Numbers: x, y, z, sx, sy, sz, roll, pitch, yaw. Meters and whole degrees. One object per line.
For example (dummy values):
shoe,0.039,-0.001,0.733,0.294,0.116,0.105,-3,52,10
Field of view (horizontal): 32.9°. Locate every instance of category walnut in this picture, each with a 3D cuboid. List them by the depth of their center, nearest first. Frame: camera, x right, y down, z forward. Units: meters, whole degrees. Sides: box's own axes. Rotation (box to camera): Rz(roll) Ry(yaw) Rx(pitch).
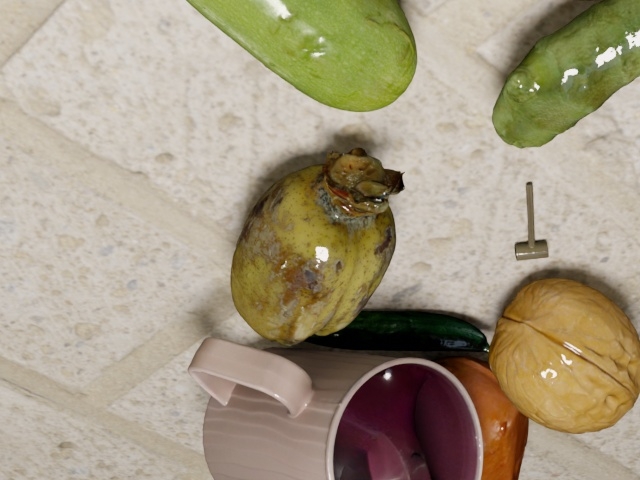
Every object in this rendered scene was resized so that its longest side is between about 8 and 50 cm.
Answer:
walnut,0.283,0.135,1.234,0.165,0.165,0.197,-28,126,27

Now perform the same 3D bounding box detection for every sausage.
sausage,0.183,0.249,1.361,0.141,0.153,0.268,10,139,20

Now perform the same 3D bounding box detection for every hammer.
hammer,0.226,-0.020,1.166,0.035,0.019,0.110,-7,136,6

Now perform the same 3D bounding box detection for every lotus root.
lotus root,-0.001,-0.002,1.091,0.154,0.154,0.278,13,139,-15

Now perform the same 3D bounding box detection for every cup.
cup,-0.006,0.223,1.205,0.288,0.208,0.273,10,174,-38

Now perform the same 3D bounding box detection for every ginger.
ginger,0.275,-0.172,0.934,0.290,0.089,0.137,-33,171,12

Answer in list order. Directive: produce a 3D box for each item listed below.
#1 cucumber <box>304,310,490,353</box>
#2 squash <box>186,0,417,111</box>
cucumber,0.060,0.105,1.278,0.284,0.056,0.056,6,138,-4
squash,-0.062,-0.224,0.861,0.118,0.118,0.370,-34,127,31
